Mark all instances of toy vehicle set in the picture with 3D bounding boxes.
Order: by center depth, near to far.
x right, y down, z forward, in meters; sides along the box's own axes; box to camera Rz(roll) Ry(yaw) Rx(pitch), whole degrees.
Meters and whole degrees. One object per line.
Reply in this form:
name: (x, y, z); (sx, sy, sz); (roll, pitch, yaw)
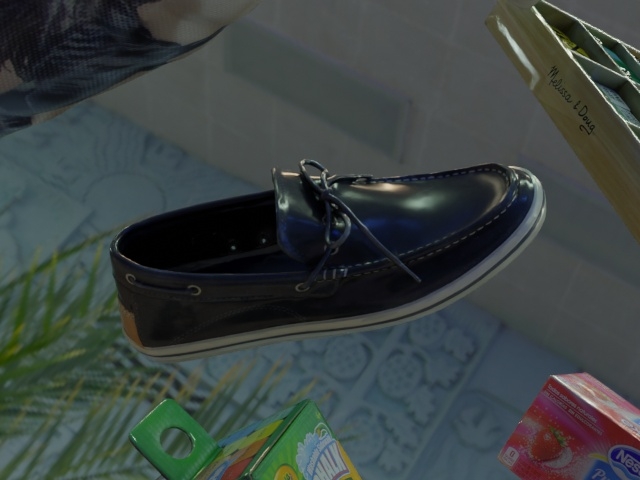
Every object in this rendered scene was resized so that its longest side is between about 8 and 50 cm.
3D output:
toy vehicle set: (0.226, -0.067, 0.673); (0.166, 0.267, 0.035); (17, -56, -29)

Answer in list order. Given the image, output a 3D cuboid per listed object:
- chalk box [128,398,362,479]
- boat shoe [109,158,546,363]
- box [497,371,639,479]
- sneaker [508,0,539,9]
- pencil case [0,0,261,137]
chalk box: (-0.060, 0.266, 0.873); (0.179, 0.180, 0.289); (-29, -86, 21)
boat shoe: (0.000, 0.000, 1.104); (0.500, 0.187, 0.156); (-14, -54, 7)
box: (0.408, 0.315, 1.309); (0.300, 0.142, 0.154); (37, 15, 30)
sneaker: (0.227, -0.228, 0.613); (0.297, 0.111, 0.129); (-11, -21, 19)
pencil case: (-0.197, -0.121, 0.431); (0.410, 0.184, 0.160); (-17, -12, 25)
